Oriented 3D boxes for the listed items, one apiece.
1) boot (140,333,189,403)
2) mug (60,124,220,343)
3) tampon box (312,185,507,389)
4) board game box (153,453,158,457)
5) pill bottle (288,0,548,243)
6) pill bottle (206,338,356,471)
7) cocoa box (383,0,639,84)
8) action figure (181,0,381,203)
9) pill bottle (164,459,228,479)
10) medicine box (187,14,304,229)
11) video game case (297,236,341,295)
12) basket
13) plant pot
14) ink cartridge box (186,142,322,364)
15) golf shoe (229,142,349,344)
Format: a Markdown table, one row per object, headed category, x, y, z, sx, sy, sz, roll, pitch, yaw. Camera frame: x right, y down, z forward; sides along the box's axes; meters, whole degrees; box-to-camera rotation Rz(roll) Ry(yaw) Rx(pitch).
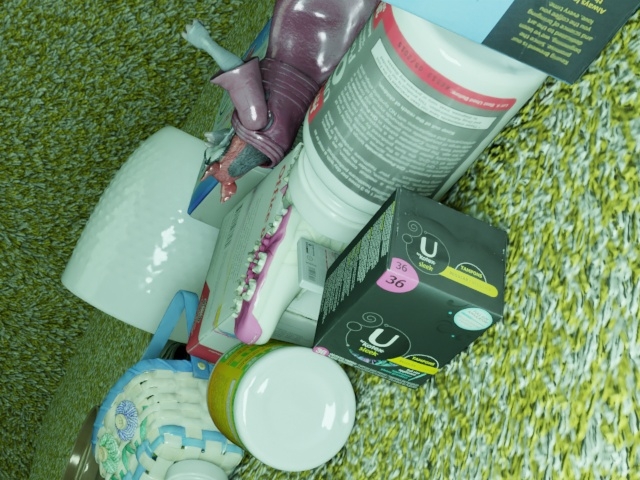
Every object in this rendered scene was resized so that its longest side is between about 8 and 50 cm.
| category | x | y | z | sx | sy | sz | roll | pitch | yaw |
| --- | --- | --- | --- | --- | --- | --- | --- | --- | --- |
| boot | -0.276 | 0.195 | 2.300 | 0.161 | 0.083 | 0.246 | 4 | 79 | 67 |
| mug | -0.250 | -0.018 | 2.183 | 0.328 | 0.276 | 0.374 | -64 | -15 | 3 |
| tampon box | 0.083 | 0.049 | 1.146 | 0.161 | 0.120 | 0.101 | -51 | 23 | 49 |
| board game box | -0.301 | 0.442 | 2.085 | 0.181 | 0.043 | 0.092 | -56 | 20 | 39 |
| pill bottle | 0.089 | -0.133 | 1.265 | 0.318 | 0.176 | 0.176 | -52 | 23 | 46 |
| pill bottle | -0.058 | 0.184 | 1.421 | 0.136 | 0.136 | 0.246 | -71 | 15 | -7 |
| cocoa box | 0.133 | -0.340 | 1.065 | 0.231 | 0.347 | 0.228 | -84 | 21 | -44 |
| action figure | -0.040 | -0.205 | 1.660 | 0.370 | 0.276 | 0.248 | -65 | -17 | -13 |
| pill bottle | -0.172 | 0.393 | 1.569 | 0.117 | 0.118 | 0.208 | -56 | 19 | 39 |
| medicine box | -0.076 | -0.179 | 1.947 | 0.263 | 0.149 | 0.289 | -39 | 32 | 61 |
| video game case | 0.031 | 0.044 | 1.328 | 0.011 | 0.122 | 0.087 | -60 | 17 | 27 |
| basket | -0.222 | 0.247 | 1.775 | 0.254 | 0.201 | 0.289 | -60 | 27 | 31 |
| plant pot | -0.435 | 0.454 | 2.406 | 0.237 | 0.110 | 0.237 | -160 | 90 | -74 |
| ink cartridge box | -0.057 | 0.038 | 1.627 | 0.306 | 0.131 | 0.226 | -35 | 36 | 62 |
| golf shoe | 0.000 | 0.000 | 1.423 | 0.306 | 0.140 | 0.115 | -65 | 11 | -25 |
